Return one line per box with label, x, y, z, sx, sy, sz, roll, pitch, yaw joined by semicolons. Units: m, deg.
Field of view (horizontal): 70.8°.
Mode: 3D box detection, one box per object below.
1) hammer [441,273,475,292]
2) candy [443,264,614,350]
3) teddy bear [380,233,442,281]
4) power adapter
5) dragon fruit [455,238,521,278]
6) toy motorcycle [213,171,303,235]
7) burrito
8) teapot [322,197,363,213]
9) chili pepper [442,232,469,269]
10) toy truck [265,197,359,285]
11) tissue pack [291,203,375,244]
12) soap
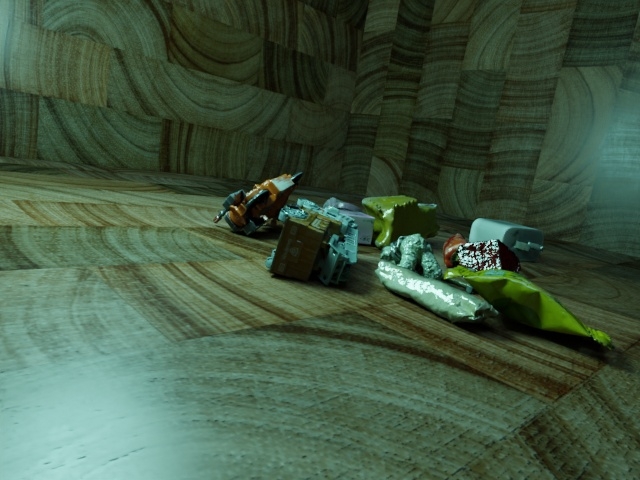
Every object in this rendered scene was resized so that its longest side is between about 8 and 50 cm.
hammer;0.321;0.095;1.114;0.062;0.017;0.182;3;11;-34
candy;0.383;0.112;0.844;0.297;0.081;0.187;24;8;25
teddy bear;0.212;0.031;1.104;0.133;0.111;0.213;11;11;-12
power adapter;0.706;0.003;1.669;0.186;0.124;0.255;4;12;-20
dragon fruit;0.440;0.075;1.163;0.127;0.121;0.161;-12;-25;44
toy motorcycle;-0.181;-0.113;1.381;0.148;0.221;0.325;49;33;1
burrito;0.208;0.100;0.875;0.082;0.059;0.275;16;5;-40
teapot;0.084;-0.094;1.610;0.145;0.148;0.116;17;38;-13
chili pepper;0.387;0.044;1.265;0.084;0.086;0.192;-16;17;13
toy truck;0.000;0.000;1.047;0.184;0.133;0.338;20;14;3
tissue pack;0.033;-0.052;1.443;0.246;0.093;0.148;6;9;-15
soap;0.312;-0.058;1.530;0.304;0.170;0.339;-2;12;-5
